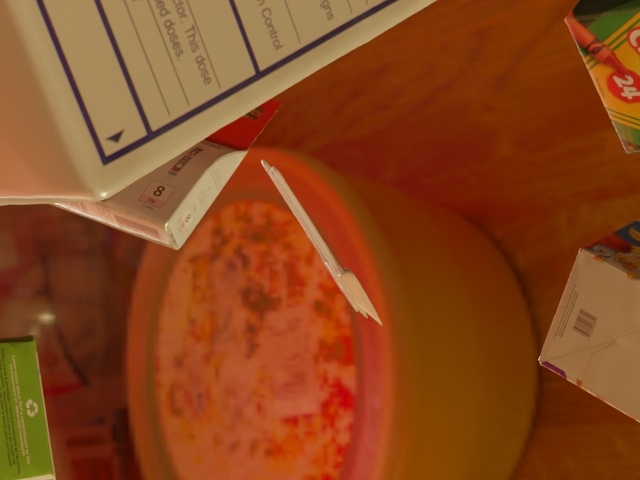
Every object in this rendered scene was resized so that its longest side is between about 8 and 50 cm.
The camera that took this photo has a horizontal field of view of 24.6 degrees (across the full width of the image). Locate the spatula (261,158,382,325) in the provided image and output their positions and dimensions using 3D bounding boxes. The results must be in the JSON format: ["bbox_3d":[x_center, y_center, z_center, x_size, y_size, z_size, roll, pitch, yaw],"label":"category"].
[{"bbox_3d":[0.000,0.000,1.868,0.242,0.019,0.168,58,177,-9],"label":"spatula"}]

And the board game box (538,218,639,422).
[{"bbox_3d":[0.379,0.067,1.574,0.142,0.275,0.144,31,121,27],"label":"board game box"}]

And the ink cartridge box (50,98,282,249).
[{"bbox_3d":[-0.182,-0.112,1.639,0.189,0.066,0.232,19,62,25],"label":"ink cartridge box"}]

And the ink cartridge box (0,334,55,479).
[{"bbox_3d":[-0.327,0.226,1.274,0.188,0.097,0.255,-15,82,32],"label":"ink cartridge box"}]

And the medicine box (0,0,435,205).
[{"bbox_3d":[-0.083,-0.190,0.617,0.149,0.289,0.263,-1,115,44],"label":"medicine box"}]

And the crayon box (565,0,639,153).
[{"bbox_3d":[0.458,-0.209,1.658,0.318,0.081,0.202,-3,127,44],"label":"crayon box"}]
